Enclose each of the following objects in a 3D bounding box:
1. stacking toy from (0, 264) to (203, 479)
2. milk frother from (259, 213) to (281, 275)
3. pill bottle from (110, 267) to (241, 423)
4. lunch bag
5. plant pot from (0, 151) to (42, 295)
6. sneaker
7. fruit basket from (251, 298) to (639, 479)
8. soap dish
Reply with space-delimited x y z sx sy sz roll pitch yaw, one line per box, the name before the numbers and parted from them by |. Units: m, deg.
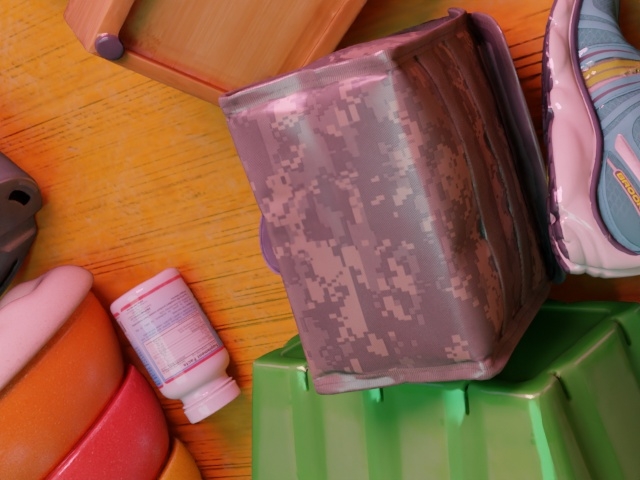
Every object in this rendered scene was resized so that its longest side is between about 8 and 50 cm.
stacking toy | -0.257 0.299 1.208 0.350 0.351 0.480 -32 105 38
milk frother | 0.000 0.000 0.977 0.143 0.134 0.129 -56 44 32
pill bottle | -0.156 0.117 1.159 0.087 0.087 0.160 -31 91 38
lunch bag | 0.084 -0.047 0.813 0.168 0.287 0.235 -11 104 30
plant pot | -0.530 -0.054 1.208 0.334 0.341 0.341 34 124 8
sneaker | 0.215 -0.091 0.757 0.109 0.275 0.107 -2 148 10
fruit basket | 0.124 0.249 0.875 0.392 0.283 0.392 21 124 35
soap dish | -0.058 -0.239 0.871 0.228 0.118 0.291 21 127 -21
